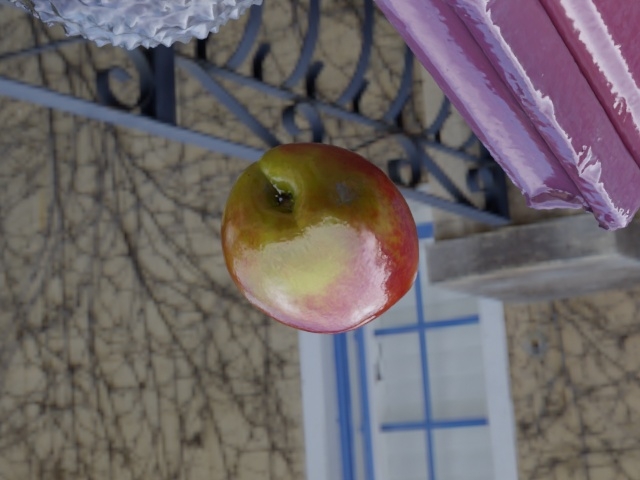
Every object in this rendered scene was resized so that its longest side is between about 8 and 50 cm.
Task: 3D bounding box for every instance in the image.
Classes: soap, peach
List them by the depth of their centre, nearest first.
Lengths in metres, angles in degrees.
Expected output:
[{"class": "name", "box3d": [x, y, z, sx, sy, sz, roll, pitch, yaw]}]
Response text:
[{"class": "soap", "box3d": [0.188, -0.197, 0.869, 0.128, 0.233, 0.359, 22, 166, 43]}, {"class": "peach", "box3d": [0.000, 0.000, 1.112, 0.190, 0.190, 0.192, -10, 139, 23]}]

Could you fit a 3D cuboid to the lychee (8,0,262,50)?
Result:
[{"class": "lychee", "box3d": [-0.139, -0.282, 0.827, 0.300, 0.300, 0.300, -4, 167, -1]}]
